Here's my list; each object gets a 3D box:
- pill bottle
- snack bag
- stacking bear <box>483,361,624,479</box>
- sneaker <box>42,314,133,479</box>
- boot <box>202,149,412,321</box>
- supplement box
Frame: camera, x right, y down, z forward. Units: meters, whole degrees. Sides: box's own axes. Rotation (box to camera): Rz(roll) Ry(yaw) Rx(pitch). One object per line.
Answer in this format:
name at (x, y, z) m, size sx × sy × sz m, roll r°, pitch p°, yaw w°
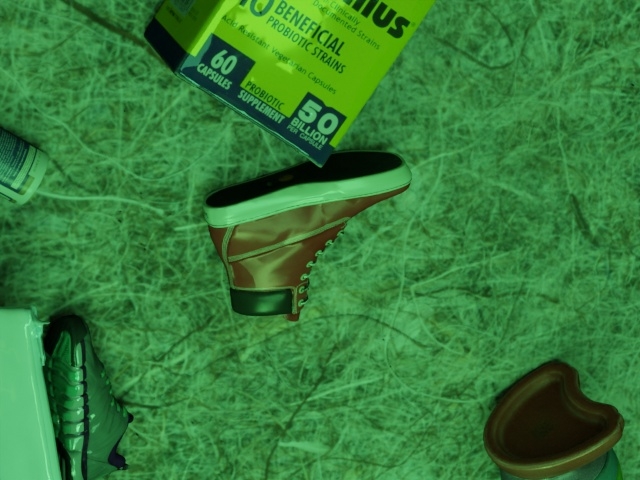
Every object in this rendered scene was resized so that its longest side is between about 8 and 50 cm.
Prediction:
pill bottle at (-0.359, -0.093, 1.494) m, size 0.120 × 0.067 × 0.067 m, roll 30°, pitch 99°, yaw -25°
snack bag at (-0.437, 0.217, 1.518) m, size 0.342 × 0.037 × 0.323 m, roll 1°, pitch 112°, yaw 15°
stacking bear at (0.333, 0.333, 1.827) m, size 0.164 × 0.175 × 0.289 m, roll -32°, pitch 123°, yaw -6°
sneaker at (-0.268, 0.182, 1.634) m, size 0.098 × 0.083 × 0.223 m, roll -13°, pitch 119°, yaw -35°
boot at (0.000, 0.000, 1.633) m, size 0.244 × 0.088 × 0.176 m, roll -16°, pitch 114°, yaw -2°
supplement box at (0.002, -0.293, 1.460) m, size 0.194 × 0.195 × 0.356 m, roll 31°, pitch 98°, yaw -25°
